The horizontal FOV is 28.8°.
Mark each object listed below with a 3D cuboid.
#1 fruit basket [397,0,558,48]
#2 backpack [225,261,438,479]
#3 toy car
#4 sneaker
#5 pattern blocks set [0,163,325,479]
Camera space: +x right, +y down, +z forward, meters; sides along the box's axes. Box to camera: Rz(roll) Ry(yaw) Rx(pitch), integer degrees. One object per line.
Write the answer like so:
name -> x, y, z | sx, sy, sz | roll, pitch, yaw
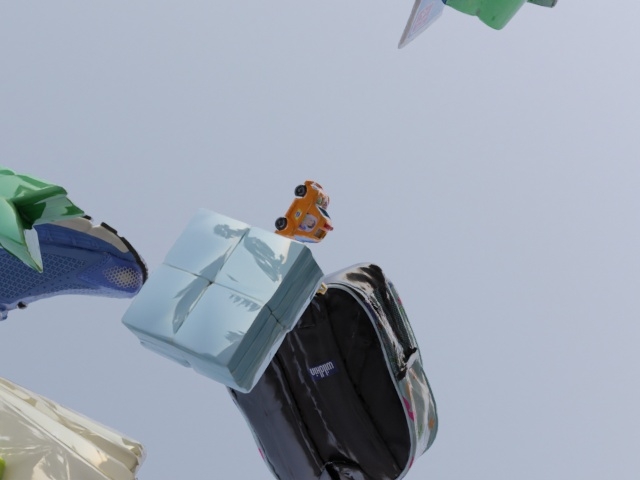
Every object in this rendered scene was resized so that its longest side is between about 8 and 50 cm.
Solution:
fruit basket -> 0.186, -0.341, 0.926 | 0.165, 0.353, 0.327 | 33, -131, 2
backpack -> 0.018, 0.171, 1.461 | 0.191, 0.225, 0.253 | -23, -90, -64
toy car -> 0.000, 0.000, 1.066 | 0.060, 0.040, 0.122 | -50, -28, -15
sneaker -> -0.294, 0.050, 0.933 | 0.330, 0.130, 0.147 | -5, -95, -10
pattern blocks set -> -0.148, 0.110, 0.356 | 0.325, 0.285, 0.026 | -65, -34, -26
